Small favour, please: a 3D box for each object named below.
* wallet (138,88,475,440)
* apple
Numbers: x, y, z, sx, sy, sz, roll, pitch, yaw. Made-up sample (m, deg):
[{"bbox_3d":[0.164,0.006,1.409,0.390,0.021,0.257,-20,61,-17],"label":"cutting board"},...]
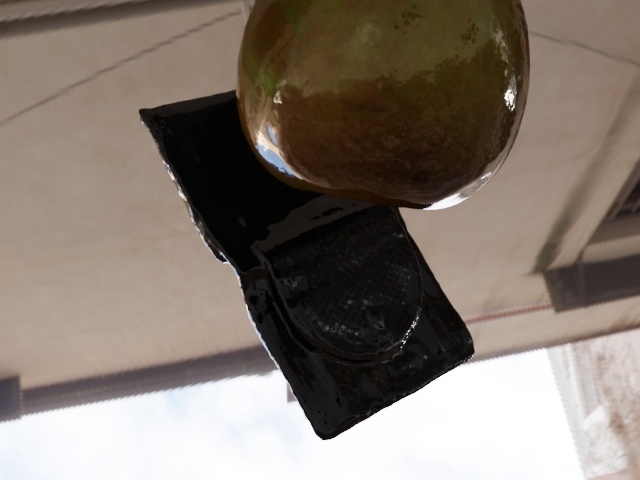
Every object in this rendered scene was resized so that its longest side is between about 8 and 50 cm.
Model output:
[{"bbox_3d":[0.000,0.000,0.888,0.247,0.041,0.323,-20,-103,-48],"label":"wallet"},{"bbox_3d":[0.052,-0.130,0.724,0.236,0.237,0.208,9,-87,4],"label":"apple"}]
